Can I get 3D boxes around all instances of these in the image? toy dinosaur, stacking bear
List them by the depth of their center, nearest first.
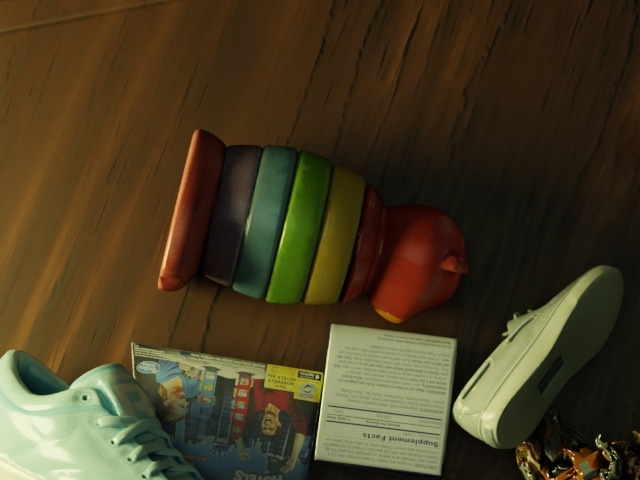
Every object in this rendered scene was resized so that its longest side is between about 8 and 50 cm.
[{"bbox_3d":[0.340,0.255,1.768,0.322,0.164,0.218,37,93,5],"label":"toy dinosaur"},{"bbox_3d":[0.000,0.000,1.830,0.289,0.175,0.164,13,88,-4],"label":"stacking bear"}]

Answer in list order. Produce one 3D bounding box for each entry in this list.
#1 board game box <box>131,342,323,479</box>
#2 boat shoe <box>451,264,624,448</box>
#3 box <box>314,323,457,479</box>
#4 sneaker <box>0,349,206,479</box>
[{"bbox_3d":[-0.105,0.212,1.841,0.194,0.060,0.194,9,82,5],"label":"board game box"},{"bbox_3d":[0.208,0.103,1.824,0.081,0.079,0.227,20,58,41],"label":"boat shoe"},{"bbox_3d":[0.065,0.159,1.833,0.126,0.072,0.137,7,80,4],"label":"box"},{"bbox_3d":[-0.193,0.197,1.750,0.366,0.135,0.150,18,96,30],"label":"sneaker"}]
